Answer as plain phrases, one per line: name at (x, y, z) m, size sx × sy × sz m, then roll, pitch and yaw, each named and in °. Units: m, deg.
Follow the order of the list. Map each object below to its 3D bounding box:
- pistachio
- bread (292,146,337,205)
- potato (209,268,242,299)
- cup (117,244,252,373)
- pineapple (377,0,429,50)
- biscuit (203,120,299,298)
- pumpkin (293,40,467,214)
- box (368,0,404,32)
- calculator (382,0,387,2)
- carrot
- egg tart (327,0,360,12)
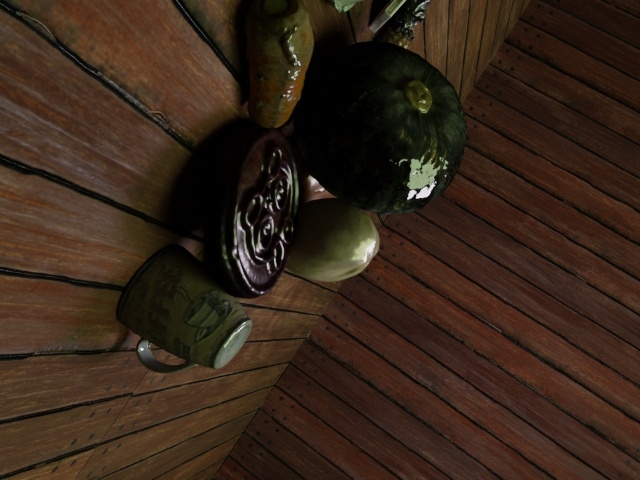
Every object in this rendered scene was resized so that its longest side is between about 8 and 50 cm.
pistachio at (0.000, 0.000, 1.648) m, size 0.208 × 0.332 × 0.226 m, roll -36°, pitch 115°, yaw -53°
bread at (-0.006, -0.145, 1.841) m, size 0.323 × 0.143 × 0.333 m, roll -27°, pitch 150°, yaw -37°
potato at (-0.214, 0.053, 1.656) m, size 0.165 × 0.165 × 0.262 m, roll -44°, pitch 155°, yaw -44°
cup at (-0.318, 0.205, 1.443) m, size 0.301 × 0.257 × 0.227 m, roll -59°, pitch 164°, yaw 20°
pineapple at (0.245, -0.623, 1.837) m, size 0.111 × 0.119 × 0.237 m, roll 31°, pitch 88°, yaw -33°
biscuit at (-0.139, -0.067, 1.420) m, size 0.407 × 0.091 × 0.407 m, roll 5°, pitch 90°, yaw -74°
pumpkin at (0.150, -0.280, 1.564) m, size 0.454 × 0.454 × 0.344 m, roll -47°, pitch -178°, yaw -36°
box at (0.216, -0.661, 1.694) m, size 0.198 × 0.029 × 0.109 m, roll -51°, pitch -168°, yaw -17°
calculator at (0.270, -0.748, 1.657) m, size 0.262 × 0.021 × 0.161 m, roll -51°, pitch -168°, yaw -21°
carrot at (-0.086, -0.357, 1.230) m, size 0.139 × 0.138 × 0.302 m, roll -50°, pitch 173°, yaw -24°
egg tart at (0.097, -0.608, 1.353) m, size 0.234 × 0.094 × 0.234 m, roll -54°, pitch 166°, yaw -20°
